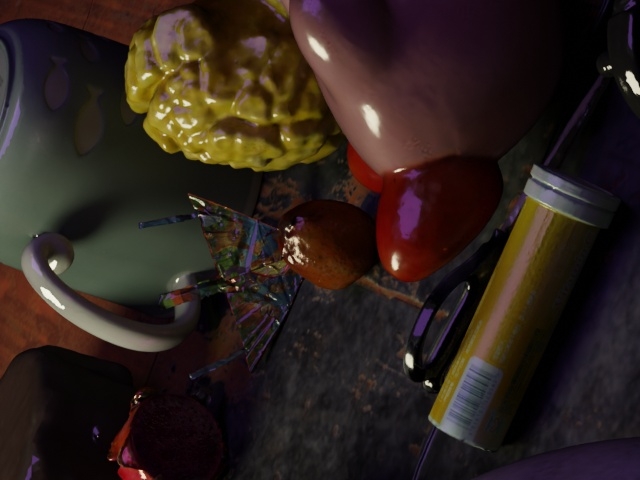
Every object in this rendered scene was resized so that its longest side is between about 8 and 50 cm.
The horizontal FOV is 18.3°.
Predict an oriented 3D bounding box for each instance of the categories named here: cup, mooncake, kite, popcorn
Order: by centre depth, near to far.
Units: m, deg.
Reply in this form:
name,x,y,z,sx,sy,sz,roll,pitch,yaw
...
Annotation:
name,x,y,z,sx,sy,sz,roll,pitch,yaw
kite,-0.081,0.035,1.884,0.160,0.010,0.183,-20,85,9
popcorn,-0.064,-0.153,1.888,0.226,0.203,0.200,-28,86,15
cup,-0.234,-0.043,1.991,0.259,0.274,0.356,-47,37,33
mooncake,-0.271,0.249,2.008,0.283,0.141,0.283,-49,29,41

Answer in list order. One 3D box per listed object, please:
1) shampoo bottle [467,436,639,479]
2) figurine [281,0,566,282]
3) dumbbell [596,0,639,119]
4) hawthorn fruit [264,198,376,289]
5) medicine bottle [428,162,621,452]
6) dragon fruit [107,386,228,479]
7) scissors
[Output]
name,x,y,z,sx,sy,sz,roll,pitch,yaw
shampoo bottle,0.167,0.275,1.139,0.317,0.322,0.322,-38,43,32
figurine,0.098,-0.148,1.619,0.211,0.261,0.269,-22,23,2
dumbbell,0.303,-0.145,1.342,0.325,0.143,0.143,-10,64,55
hawthorn fruit,0.000,0.000,1.775,0.081,0.093,0.081,-33,48,46
medicine bottle,0.153,0.052,1.531,0.074,0.074,0.218,37,105,58
dragon fruit,-0.150,0.202,1.881,0.068,0.112,0.126,-46,42,46
scissors,0.157,-0.012,1.569,0.022,0.109,0.300,29,85,34
